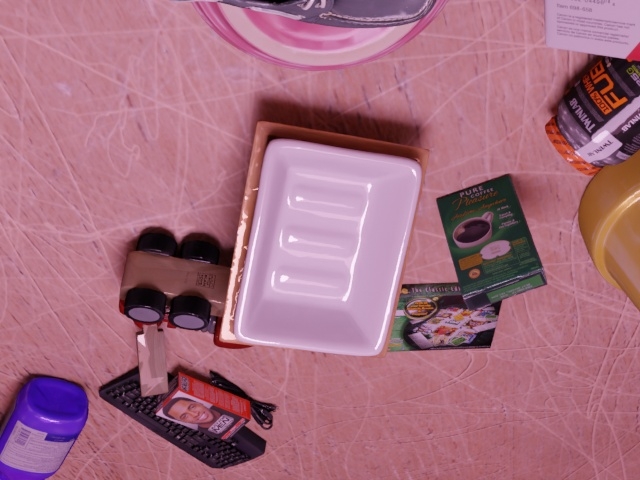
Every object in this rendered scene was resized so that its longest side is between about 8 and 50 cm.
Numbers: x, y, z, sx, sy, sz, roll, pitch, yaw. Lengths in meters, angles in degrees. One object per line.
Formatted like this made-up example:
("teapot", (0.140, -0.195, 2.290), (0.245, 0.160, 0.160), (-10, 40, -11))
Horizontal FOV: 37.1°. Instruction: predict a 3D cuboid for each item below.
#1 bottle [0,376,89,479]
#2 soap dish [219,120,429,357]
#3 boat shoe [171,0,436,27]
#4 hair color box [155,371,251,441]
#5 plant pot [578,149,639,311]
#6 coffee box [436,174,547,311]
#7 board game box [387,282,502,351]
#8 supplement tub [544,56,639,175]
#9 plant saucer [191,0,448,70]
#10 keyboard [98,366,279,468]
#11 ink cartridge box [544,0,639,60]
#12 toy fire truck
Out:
("bottle", (-0.482, 0.344, 1.594), (0.118, 0.092, 0.283), (18, 129, -21))
("soap dish", (0.000, 0.000, 1.243), (0.229, 0.118, 0.291), (8, 103, -14))
("boat shoe", (-0.028, -0.259, 0.954), (0.319, 0.099, 0.116), (9, 131, -14))
("hair color box", (-0.191, 0.273, 1.555), (0.141, 0.043, 0.072), (28, 122, -27))
("plant pot", (0.509, 0.020, 1.302), (0.254, 0.239, 0.254), (-4, 133, -4))
("coffee box", (0.229, 0.000, 1.288), (0.113, 0.184, 0.040), (-21, 135, 11))
("board game box", (0.150, 0.123, 1.504), (0.260, 0.030, 0.136), (-1, 136, -6))
("supplement tub", (0.380, -0.174, 1.185), (0.117, 0.117, 0.190), (27, 124, -28))
("plant saucer", (0.005, -0.316, 1.031), (0.332, 0.084, 0.332), (-4, 134, -4))
("keyboard", (-0.202, 0.296, 1.626), (0.201, 0.033, 0.317), (-31, 130, 21))
("ink cartridge box", (0.340, -0.328, 0.980), (0.197, 0.114, 0.273), (16, 142, 28))
("toy fire truck", (-0.191, 0.125, 1.404), (0.217, 0.158, 0.246), (10, 150, -10))
